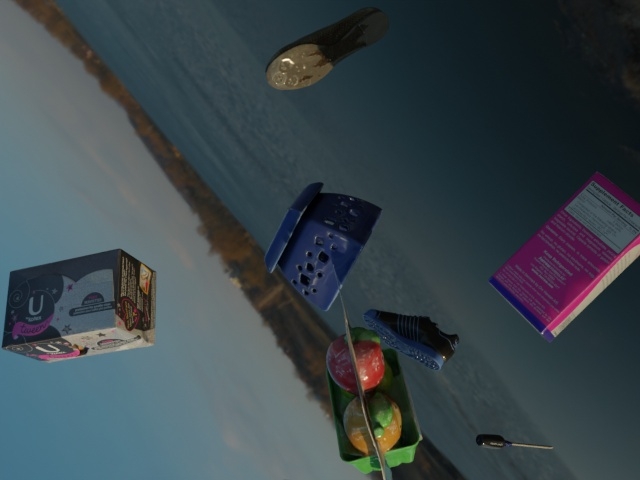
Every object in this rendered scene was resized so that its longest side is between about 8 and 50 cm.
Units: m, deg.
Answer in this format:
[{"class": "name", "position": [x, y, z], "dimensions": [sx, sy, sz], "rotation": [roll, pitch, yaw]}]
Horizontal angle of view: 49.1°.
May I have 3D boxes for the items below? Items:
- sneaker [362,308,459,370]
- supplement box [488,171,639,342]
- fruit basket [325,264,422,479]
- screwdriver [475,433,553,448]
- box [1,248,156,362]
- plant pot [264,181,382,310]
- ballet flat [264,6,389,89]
[{"class": "sneaker", "position": [0.205, 0.206, 1.592], "dimensions": [0.232, 0.090, 0.081], "rotation": [30, 152, 35]}, {"class": "supplement box", "position": [0.366, 0.027, 1.013], "dimensions": [0.114, 0.220, 0.111], "rotation": [48, -173, 26]}, {"class": "fruit basket", "position": [0.095, 0.271, 1.336], "dimensions": [0.327, 0.165, 0.353], "rotation": [-101, 0, -48]}, {"class": "screwdriver", "position": [0.326, 0.342, 1.164], "dimensions": [0.170, 0.025, 0.024], "rotation": [18, 151, -26]}, {"class": "box", "position": [-0.459, 0.131, 1.344], "dimensions": [0.142, 0.247, 0.163], "rotation": [49, -147, -61]}, {"class": "plant pot", "position": [0.000, 0.000, 1.792], "dimensions": [0.212, 0.236, 0.236], "rotation": [29, -149, 1]}, {"class": "ballet flat", "position": [0.007, -0.344, 1.238], "dimensions": [0.058, 0.250, 0.084], "rotation": [48, 166, 44]}]
